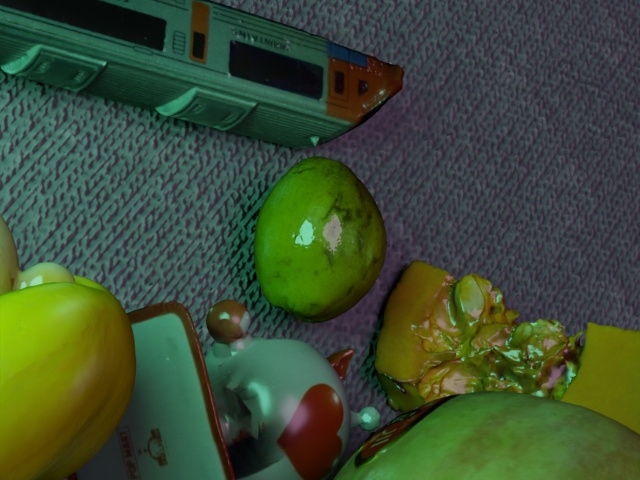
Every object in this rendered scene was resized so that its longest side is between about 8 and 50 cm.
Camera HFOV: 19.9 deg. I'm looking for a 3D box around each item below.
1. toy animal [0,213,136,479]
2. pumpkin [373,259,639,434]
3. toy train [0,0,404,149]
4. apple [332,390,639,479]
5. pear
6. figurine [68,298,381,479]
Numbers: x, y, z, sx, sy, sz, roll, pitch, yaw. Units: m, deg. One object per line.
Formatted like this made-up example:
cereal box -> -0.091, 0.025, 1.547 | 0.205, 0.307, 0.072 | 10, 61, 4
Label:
toy animal -> -0.267, 0.110, 1.136 | 0.246, 0.345, 0.277 | 28, 33, 8
pumpkin -> 0.199, 0.128, 1.500 | 0.280, 0.190, 0.139 | 41, 57, -22
toy train -> -0.111, -0.139, 1.395 | 0.409, 0.086, 0.089 | 14, 70, -36
apple -> 0.148, 0.306, 1.284 | 0.391, 0.391, 0.346 | 40, 69, -23
pear -> 0.000, 0.000, 1.432 | 0.107, 0.107, 0.131 | 27, 71, -30
figurine -> -0.054, 0.131, 1.339 | 0.226, 0.160, 0.183 | -9, 84, -49
